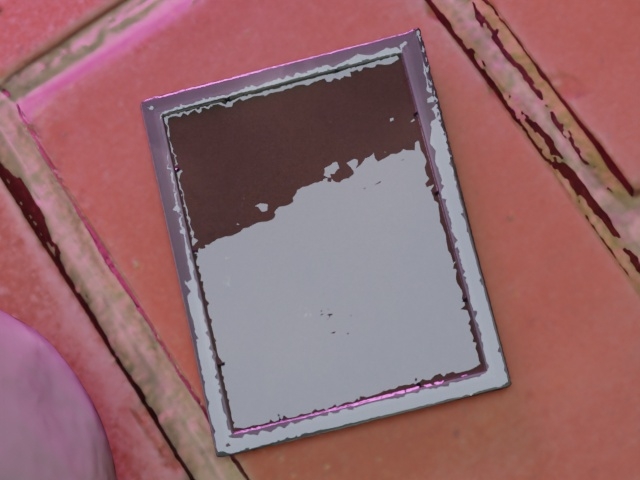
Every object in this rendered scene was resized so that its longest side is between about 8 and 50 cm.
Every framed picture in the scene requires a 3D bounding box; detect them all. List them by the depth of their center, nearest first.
[{"bbox_3d":[0.000,0.000,1.203,0.217,0.017,0.274,-12,76,3],"label":"framed picture"}]

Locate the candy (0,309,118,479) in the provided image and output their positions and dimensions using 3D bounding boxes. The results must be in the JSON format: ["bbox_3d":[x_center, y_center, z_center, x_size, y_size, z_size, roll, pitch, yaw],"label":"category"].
[{"bbox_3d":[-0.318,0.229,1.105,0.386,0.186,0.427,28,77,15],"label":"candy"}]
